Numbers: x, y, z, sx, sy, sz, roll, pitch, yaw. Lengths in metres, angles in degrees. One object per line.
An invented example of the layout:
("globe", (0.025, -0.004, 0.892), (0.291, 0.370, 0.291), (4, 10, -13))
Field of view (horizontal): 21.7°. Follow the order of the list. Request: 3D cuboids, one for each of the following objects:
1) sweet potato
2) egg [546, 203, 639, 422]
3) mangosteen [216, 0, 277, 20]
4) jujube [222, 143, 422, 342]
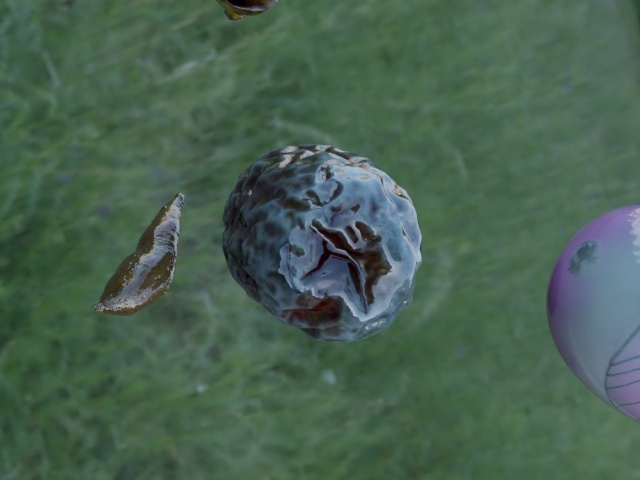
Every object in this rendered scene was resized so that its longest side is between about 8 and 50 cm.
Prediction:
("sweet potato", (-0.191, 0.024, 1.938), (0.068, 0.068, 0.226), (58, 39, -26))
("egg", (0.327, 0.083, 1.540), (0.271, 0.196, 0.196), (49, 35, -24))
("mangosteen", (-0.076, -0.312, 1.704), (0.146, 0.181, 0.156), (48, 42, -11))
("jujube", (0.000, 0.000, 1.870), (0.317, 0.226, 0.226), (-125, -168, -80))
